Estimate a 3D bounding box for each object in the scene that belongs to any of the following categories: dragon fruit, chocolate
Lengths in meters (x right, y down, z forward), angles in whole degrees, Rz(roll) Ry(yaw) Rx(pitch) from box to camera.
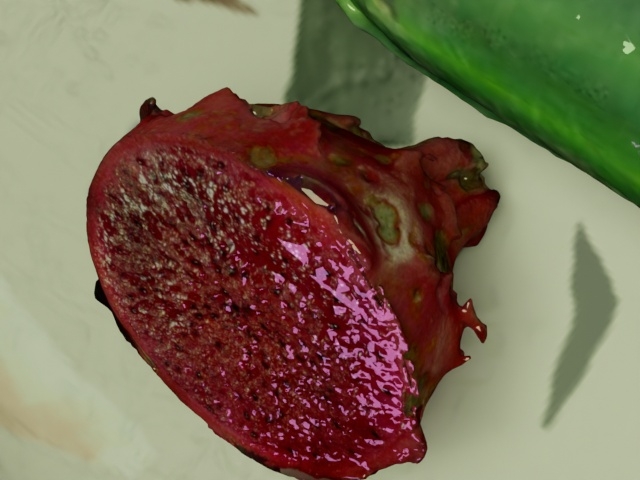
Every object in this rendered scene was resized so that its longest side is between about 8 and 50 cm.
[{"bbox_3d":[0.000,0.000,0.619,0.153,0.111,0.153,26,135,29],"label":"dragon fruit"},{"bbox_3d":[0.084,-0.081,0.589,0.291,0.110,0.110,33,98,19],"label":"chocolate"}]
